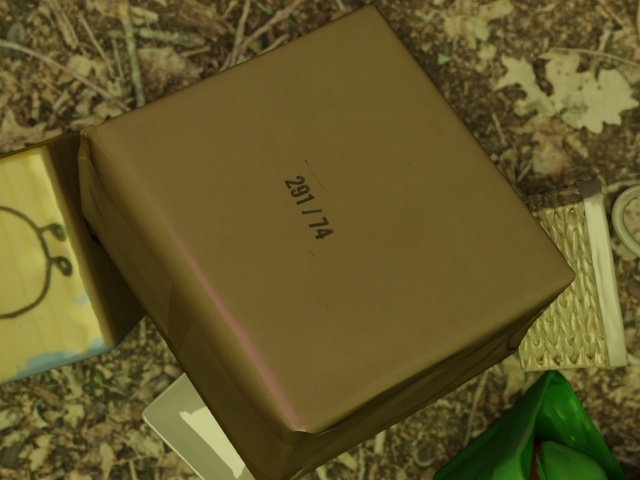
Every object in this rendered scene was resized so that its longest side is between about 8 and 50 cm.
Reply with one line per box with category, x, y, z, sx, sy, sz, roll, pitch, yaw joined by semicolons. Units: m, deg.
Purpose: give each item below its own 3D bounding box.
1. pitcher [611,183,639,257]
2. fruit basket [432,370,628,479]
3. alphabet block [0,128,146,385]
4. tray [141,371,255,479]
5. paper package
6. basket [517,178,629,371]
pitcher;0.386;0.018;1.435;0.178;0.125;0.207;-25;87;29
fruit basket;0.304;0.304;1.395;0.392;0.283;0.392;6;109;16
alphabet block;-0.291;0.019;1.443;0.192;0.193;0.197;-18;98;6
tray;-0.037;0.136;1.525;0.270;0.030;0.145;-42;93;10
paper package;0.000;0.000;1.326;0.309;0.168;0.325;-28;72;-22
basket;0.229;0.035;1.445;0.103;0.113;0.167;-8;100;10
